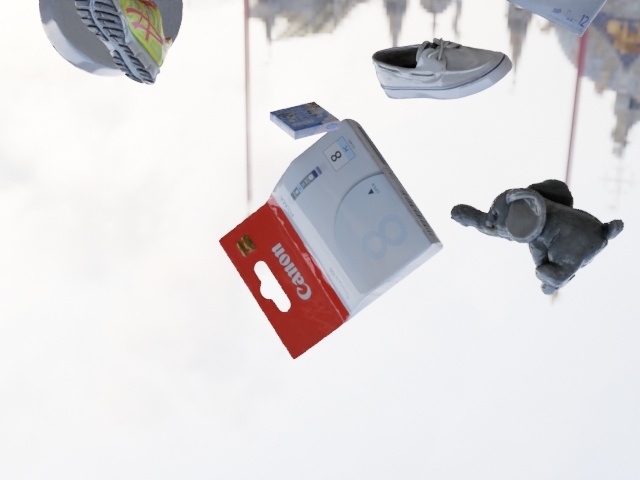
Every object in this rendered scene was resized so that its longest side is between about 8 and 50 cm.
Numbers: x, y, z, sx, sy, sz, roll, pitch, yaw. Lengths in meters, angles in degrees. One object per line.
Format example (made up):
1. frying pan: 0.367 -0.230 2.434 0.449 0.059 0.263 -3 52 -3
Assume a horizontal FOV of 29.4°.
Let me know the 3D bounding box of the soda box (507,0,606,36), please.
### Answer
1. soda box: 0.262 -0.366 1.592 0.286 0.098 0.091 12 -150 -41

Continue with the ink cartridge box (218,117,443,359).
1. ink cartridge box: 0.000 0.000 2.361 0.308 0.385 0.091 57 -165 17

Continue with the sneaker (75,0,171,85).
1. sneaker: -0.276 -0.321 1.739 0.081 0.208 0.094 18 -116 29

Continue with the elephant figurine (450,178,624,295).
1. elephant figurine: 0.369 -0.036 2.117 0.186 0.169 0.239 -40 -102 -5

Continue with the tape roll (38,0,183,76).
1. tape roll: -0.331 -0.373 1.937 0.219 0.219 0.072 -16 -176 -29

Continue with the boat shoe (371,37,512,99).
1. boat shoe: 0.196 -0.298 2.044 0.267 0.088 0.096 6 -131 48

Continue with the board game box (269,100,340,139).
1. board game box: -0.027 -0.207 2.091 0.090 0.020 0.090 -17 -144 -26
